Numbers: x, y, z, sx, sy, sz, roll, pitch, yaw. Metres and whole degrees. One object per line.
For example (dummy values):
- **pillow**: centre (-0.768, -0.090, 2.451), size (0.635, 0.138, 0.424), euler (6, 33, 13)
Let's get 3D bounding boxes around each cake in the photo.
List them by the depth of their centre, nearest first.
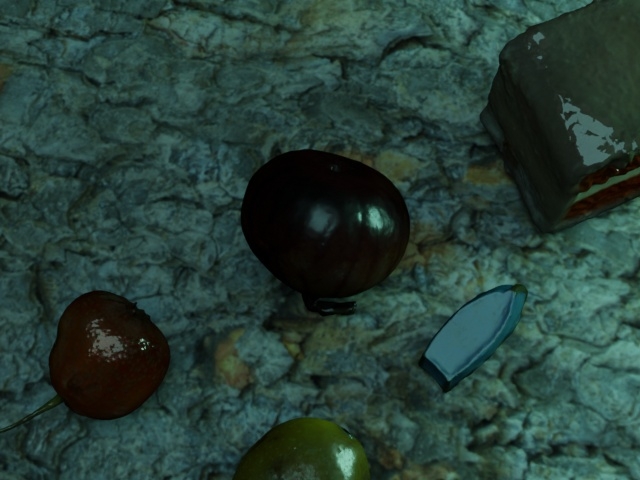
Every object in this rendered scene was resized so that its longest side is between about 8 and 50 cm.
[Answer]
- **cake**: centre (0.407, -0.186, 1.529), size (0.309, 0.237, 0.230), euler (-25, 73, -9)

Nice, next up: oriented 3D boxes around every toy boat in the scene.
- **toy boat**: centre (0.216, 0.125, 1.508), size (0.075, 0.077, 0.185), euler (43, 85, 16)

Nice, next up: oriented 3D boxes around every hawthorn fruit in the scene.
- **hawthorn fruit**: centre (-0.335, 0.197, 1.463), size (0.285, 0.165, 0.165), euler (-43, 72, -7)

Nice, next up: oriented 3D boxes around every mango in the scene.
- **mango**: centre (-0.031, 0.386, 1.363), size (0.177, 0.176, 0.329), euler (-18, 59, 45)

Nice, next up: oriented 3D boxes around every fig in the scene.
- **fig**: centre (0.001, -0.016, 1.494), size (0.214, 0.235, 0.235), euler (-48, 69, 25)
